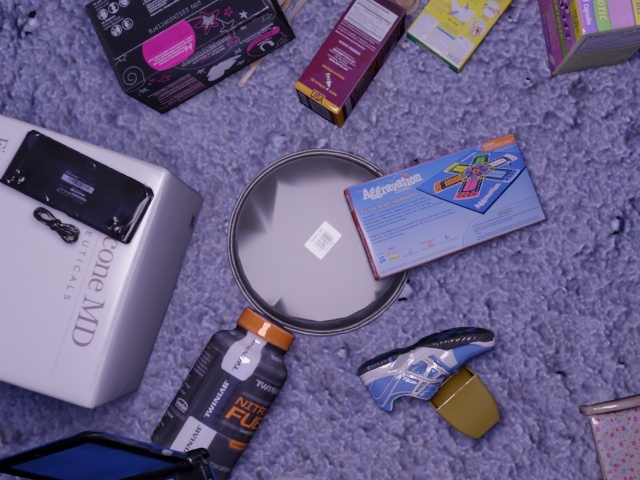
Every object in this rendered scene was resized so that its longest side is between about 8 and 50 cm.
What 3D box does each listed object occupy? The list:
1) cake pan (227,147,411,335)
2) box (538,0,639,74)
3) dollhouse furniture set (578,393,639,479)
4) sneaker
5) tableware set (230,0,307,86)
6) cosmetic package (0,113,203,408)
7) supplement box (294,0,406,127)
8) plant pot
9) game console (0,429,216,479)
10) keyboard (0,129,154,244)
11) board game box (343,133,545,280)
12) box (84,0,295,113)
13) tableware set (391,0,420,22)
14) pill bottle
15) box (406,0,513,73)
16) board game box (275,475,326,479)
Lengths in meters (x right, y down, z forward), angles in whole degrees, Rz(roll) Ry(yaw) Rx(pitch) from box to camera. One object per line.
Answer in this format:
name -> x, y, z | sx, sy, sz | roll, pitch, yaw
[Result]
cake pan -> 0.000, 0.000, 1.564 | 0.293, 0.054, 0.293 | 0, 86, 2
box -> 0.392, -0.376, 1.481 | 0.117, 0.243, 0.213 | -9, 86, 1
dollhouse furniture set -> 0.495, 0.260, 1.449 | 0.356, 0.174, 0.303 | -13, 85, -4
sneaker -> 0.166, 0.189, 1.537 | 0.211, 0.080, 0.081 | -22, 91, 10
tableware set -> -0.119, -0.349, 1.601 | 0.128, 0.039, 0.194 | 36, 88, 4
cosmetic package -> -0.417, 0.011, 1.444 | 0.394, 0.327, 0.329 | 18, 86, 3
supplement box -> 0.047, -0.278, 1.557 | 0.081, 0.104, 0.188 | 33, 87, 6
plant pot -> 0.220, 0.247, 1.526 | 0.081, 0.081, 0.083 | -42, 97, -1
game console -> -0.288, 0.379, 1.418 | 0.293, 0.173, 0.250 | -24, 84, 43
keyboard -> -0.308, -0.054, 1.272 | 0.180, 0.023, 0.108 | 26, 79, 4
board game box -> 0.188, -0.052, 1.538 | 0.281, 0.027, 0.145 | -19, 86, -14
box -> -0.192, -0.327, 1.527 | 0.247, 0.142, 0.163 | -28, 76, 10
tableware set -> 0.123, -0.434, 1.602 | 0.141, 0.020, 0.168 | 41, 80, -1
pill bottle -> -0.135, 0.222, 1.514 | 0.130, 0.130, 0.245 | 31, 88, 4
box -> 0.226, -0.361, 1.587 | 0.105, 0.043, 0.179 | 38, 90, 5
board game box -> 0.027, 0.445, 1.385 | 0.098, 0.303, 0.223 | 21, 72, -29
